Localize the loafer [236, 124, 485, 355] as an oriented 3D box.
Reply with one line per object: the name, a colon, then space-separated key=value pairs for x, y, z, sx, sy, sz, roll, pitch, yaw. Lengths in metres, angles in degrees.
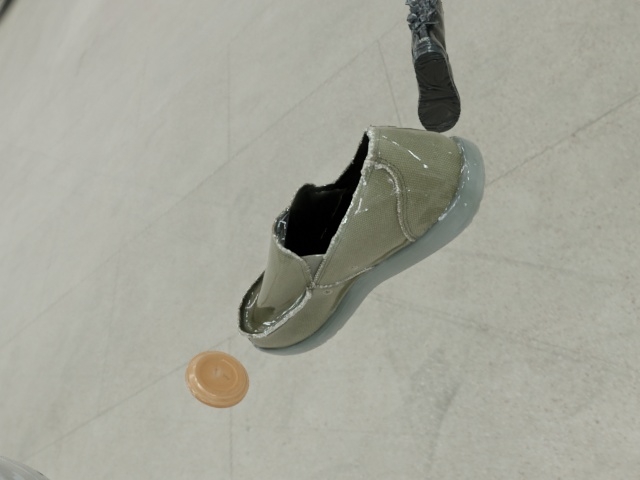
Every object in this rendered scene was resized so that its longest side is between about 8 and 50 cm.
loafer: x=0.000 y=0.000 z=0.424 sx=0.251 sy=0.087 sz=0.095 roll=-44 pitch=31 yaw=39

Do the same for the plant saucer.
plant saucer: x=-0.130 y=0.174 z=0.758 sx=0.013 sy=0.083 sz=0.084 roll=-60 pitch=33 yaw=35

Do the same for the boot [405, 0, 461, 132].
boot: x=0.116 y=-0.186 z=0.621 sx=0.045 sy=0.121 sz=0.099 roll=-9 pitch=54 yaw=16

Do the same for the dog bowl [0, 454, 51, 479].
dog bowl: x=-0.315 y=0.281 z=0.364 sx=0.102 sy=0.348 sz=0.349 roll=94 pitch=177 yaw=-49
